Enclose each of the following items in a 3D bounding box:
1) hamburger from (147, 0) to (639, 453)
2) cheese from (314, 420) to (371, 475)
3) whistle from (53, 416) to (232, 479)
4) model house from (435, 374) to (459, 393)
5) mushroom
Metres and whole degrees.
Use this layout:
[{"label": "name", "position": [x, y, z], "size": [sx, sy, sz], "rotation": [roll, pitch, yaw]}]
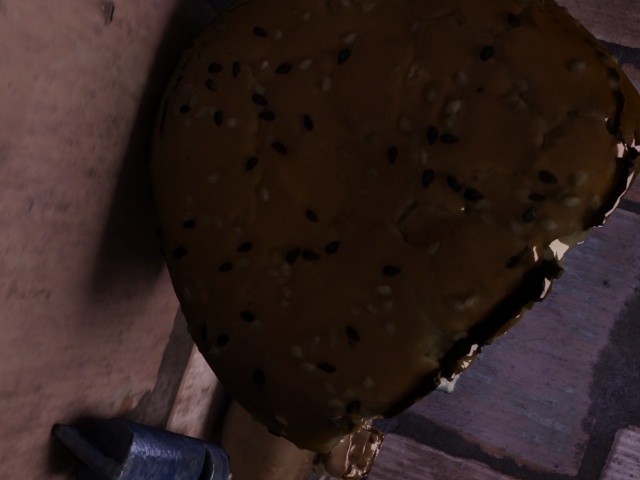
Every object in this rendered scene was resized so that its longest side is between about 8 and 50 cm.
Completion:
[{"label": "hamburger", "position": [0.031, -0.040, 0.572], "size": [0.318, 0.277, 0.195], "rotation": [-47, 168, 5]}, {"label": "cheese", "position": [0.026, 0.202, 1.188], "size": [0.159, 0.093, 0.263], "rotation": [74, 17, -71]}, {"label": "whistle", "position": [-0.137, 0.187, 0.694], "size": [0.304, 0.062, 0.062], "rotation": [68, 43, -71]}, {"label": "model house", "position": [0.126, 0.086, 1.440], "size": [0.249, 0.230, 0.280], "rotation": [27, -83, 61]}, {"label": "mushroom", "position": [-0.011, 0.201, 0.962], "size": [0.226, 0.178, 0.226], "rotation": [23, 90, -82]}]
